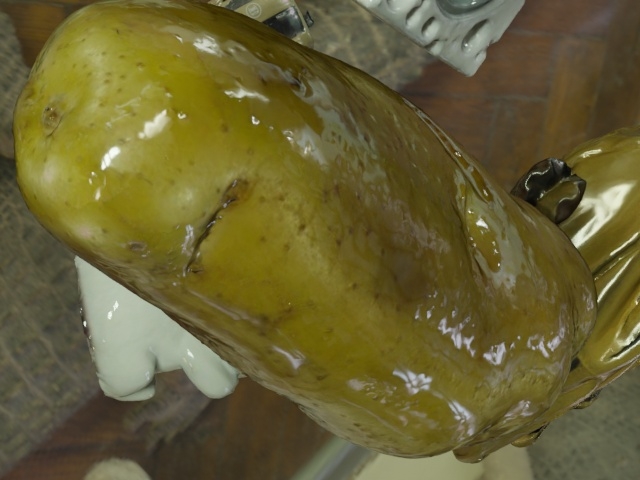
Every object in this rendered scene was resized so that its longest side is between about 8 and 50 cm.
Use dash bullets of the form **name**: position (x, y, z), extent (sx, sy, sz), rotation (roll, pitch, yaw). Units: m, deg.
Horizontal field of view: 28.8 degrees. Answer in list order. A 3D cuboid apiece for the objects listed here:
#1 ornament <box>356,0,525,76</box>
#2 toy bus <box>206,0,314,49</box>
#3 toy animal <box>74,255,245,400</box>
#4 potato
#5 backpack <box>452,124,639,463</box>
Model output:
- **ornament**: position (0.085, -0.340, 1.196), extent (0.240, 0.239, 0.239), rotation (-55, 152, 10)
- **toy bus**: position (-0.095, -0.252, 1.774), extent (0.139, 0.289, 0.157), rotation (-32, 79, -15)
- **toy animal**: position (-0.095, 0.032, 0.964), extent (0.193, 0.127, 0.179), rotation (-20, 99, -4)
- **potato**: position (0.000, 0.000, 0.582), extent (0.369, 0.176, 0.196), rotation (28, 56, -52)
- **backpack**: position (0.223, 0.042, 1.163), extent (0.201, 0.353, 0.378), rotation (45, 95, 3)
